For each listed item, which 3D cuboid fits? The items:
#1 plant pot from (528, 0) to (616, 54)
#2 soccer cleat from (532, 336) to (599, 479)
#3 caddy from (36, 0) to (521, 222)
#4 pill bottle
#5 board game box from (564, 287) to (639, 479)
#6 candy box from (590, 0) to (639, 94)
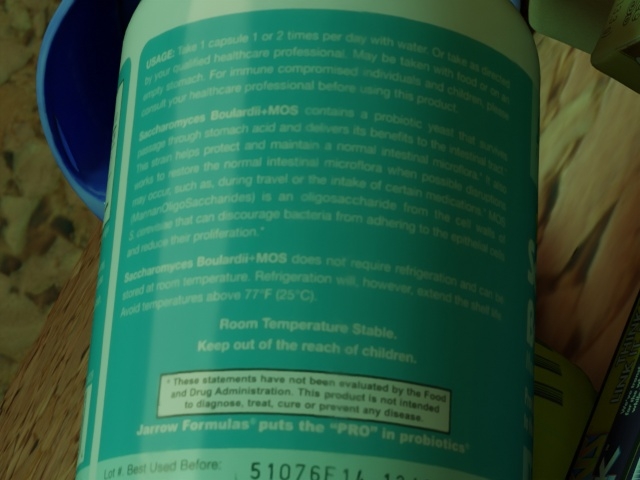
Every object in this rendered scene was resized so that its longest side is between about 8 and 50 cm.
[{"bbox_3d":[0.144,-0.130,0.740,0.096,0.109,0.109,118,173,-58],"label":"plant pot"},{"bbox_3d":[0.035,0.046,0.720,0.093,0.121,0.289,-57,17,14],"label":"soccer cleat"},{"bbox_3d":[-0.024,-0.128,1.065,0.341,0.241,0.179,-53,9,33],"label":"caddy"},{"bbox_3d":[0.000,0.000,0.584,0.146,0.146,0.264,145,133,-62],"label":"pill bottle"},{"bbox_3d":[0.139,0.036,0.524,0.170,0.048,0.141,-65,12,-15],"label":"board game box"},{"bbox_3d":[0.221,-0.195,0.601,0.316,0.087,0.183,-65,13,-14],"label":"candy box"}]
